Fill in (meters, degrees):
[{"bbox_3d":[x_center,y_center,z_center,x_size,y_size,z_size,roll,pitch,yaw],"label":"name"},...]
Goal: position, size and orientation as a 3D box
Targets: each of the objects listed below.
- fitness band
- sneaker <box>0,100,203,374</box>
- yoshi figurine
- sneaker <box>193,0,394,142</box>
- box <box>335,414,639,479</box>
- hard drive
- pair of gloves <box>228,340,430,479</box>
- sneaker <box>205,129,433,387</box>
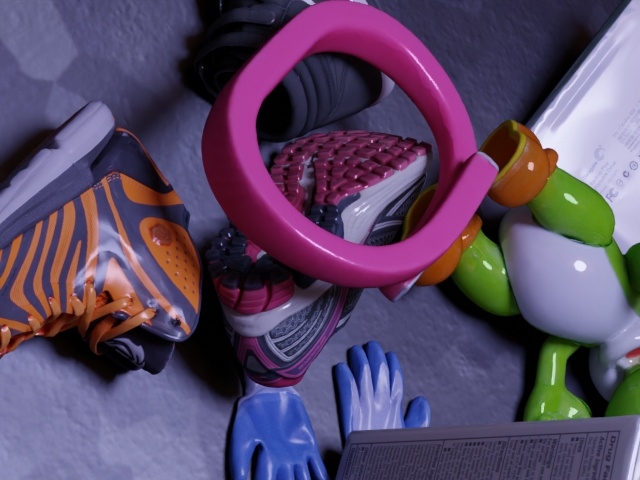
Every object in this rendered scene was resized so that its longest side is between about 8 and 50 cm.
[{"bbox_3d":[0.026,-0.073,1.427,0.209,0.054,0.291,44,41,-5],"label":"fitness band"},{"bbox_3d":[-0.191,0.050,1.335,0.180,0.124,0.321,48,53,-10],"label":"sneaker"},{"bbox_3d":[0.242,0.079,1.602,0.362,0.203,0.203,41,68,-19],"label":"yoshi figurine"},{"bbox_3d":[-0.060,-0.212,1.535,0.147,0.104,0.296,-40,102,-43],"label":"sneaker"},{"bbox_3d":[0.145,0.219,1.376,0.121,0.311,0.148,29,67,-33],"label":"box"},{"bbox_3d":[0.348,-0.050,1.741,0.318,0.040,0.210,41,77,-8],"label":"hard drive"},{"bbox_3d":[0.011,0.155,1.505,0.198,0.023,0.159,5,71,-33],"label":"pair of gloves"},{"bbox_3d":[0.000,0.000,1.509,0.299,0.120,0.112,-47,137,-47],"label":"sneaker"}]
